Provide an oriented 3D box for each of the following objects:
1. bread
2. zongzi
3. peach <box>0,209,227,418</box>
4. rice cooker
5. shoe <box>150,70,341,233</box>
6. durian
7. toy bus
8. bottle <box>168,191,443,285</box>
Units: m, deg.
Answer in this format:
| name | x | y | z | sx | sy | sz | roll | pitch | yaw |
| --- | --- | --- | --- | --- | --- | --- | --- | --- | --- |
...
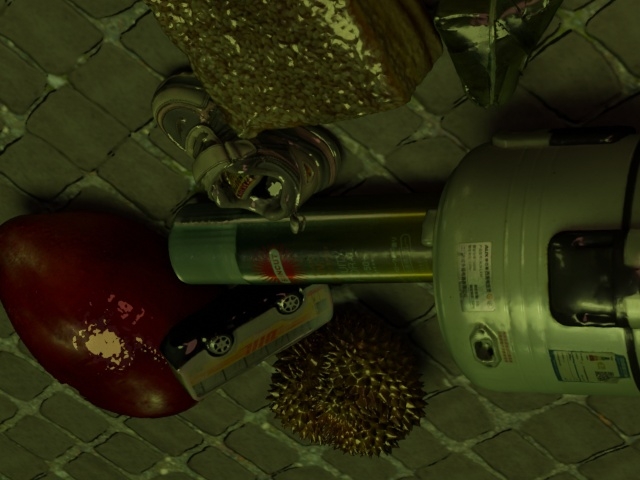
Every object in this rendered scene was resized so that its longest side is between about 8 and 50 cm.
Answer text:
| name | x | y | z | sx | sy | sz | roll | pitch | yaw |
| --- | --- | --- | --- | --- | --- | --- | --- | --- | --- |
| bread | -0.037 | -0.202 | 1.201 | 0.184 | 0.111 | 0.234 | -11 | 128 | 36 |
| zongzi | 0.159 | -0.155 | 1.211 | 0.119 | 0.055 | 0.109 | -11 | 133 | 18 |
| peach | -0.202 | 0.066 | 1.534 | 0.154 | 0.159 | 0.267 | -30 | 117 | 35 |
| rice cooker | 0.220 | 0.018 | 1.248 | 0.244 | 0.226 | 0.226 | 3 | 136 | 25 |
| shoe | -0.075 | -0.072 | 1.366 | 0.180 | 0.092 | 0.089 | 26 | 140 | -6 |
| durian | 0.027 | 0.144 | 1.535 | 0.158 | 0.137 | 0.168 | 11 | 156 | 41 |
| toy bus | -0.068 | 0.082 | 1.479 | 0.057 | 0.172 | 0.072 | 41 | 157 | 51 |
| bottle | 0.000 | 0.000 | 1.420 | 0.286 | 0.082 | 0.082 | -2 | 134 | 25 |
